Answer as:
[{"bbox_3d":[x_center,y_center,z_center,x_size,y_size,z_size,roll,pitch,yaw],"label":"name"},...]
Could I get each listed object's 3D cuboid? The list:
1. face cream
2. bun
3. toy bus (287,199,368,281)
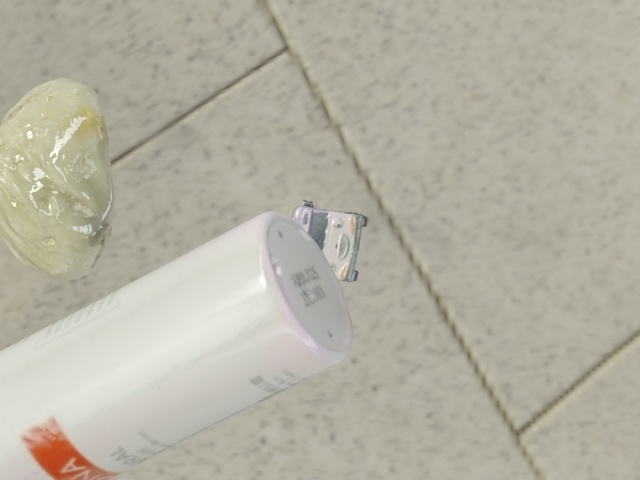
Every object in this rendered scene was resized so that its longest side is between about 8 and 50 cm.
[{"bbox_3d":[-0.149,0.099,1.105,0.102,0.346,0.102,48,25,-31],"label":"face cream"},{"bbox_3d":[-0.249,-0.056,1.676,0.102,0.183,0.183,-4,85,-23],"label":"bun"},{"bbox_3d":[0.000,0.000,1.291,0.058,0.102,0.052,9,91,-3],"label":"toy bus"}]
